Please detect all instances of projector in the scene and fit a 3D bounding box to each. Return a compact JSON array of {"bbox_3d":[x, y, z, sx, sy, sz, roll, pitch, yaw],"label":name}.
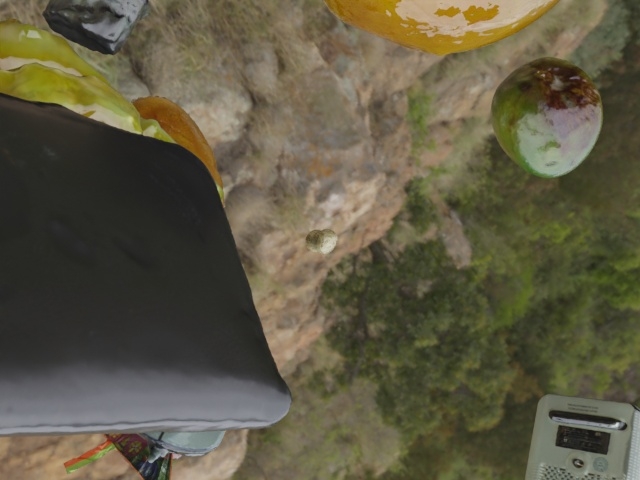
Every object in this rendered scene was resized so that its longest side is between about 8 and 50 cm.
[{"bbox_3d":[0.390,0.330,1.085,0.163,0.177,0.242,-2,152,41],"label":"projector"}]

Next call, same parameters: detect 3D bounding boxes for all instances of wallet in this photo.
[{"bbox_3d":[-0.174,-0.002,0.350,0.051,0.197,0.377,-39,149,29],"label":"wallet"}]

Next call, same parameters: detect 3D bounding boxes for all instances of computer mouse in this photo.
[{"bbox_3d":[-0.138,0.150,0.860,0.113,0.229,0.068,22,113,0],"label":"computer mouse"}]

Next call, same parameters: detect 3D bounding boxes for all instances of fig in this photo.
[{"bbox_3d":[0.376,-0.198,1.320,0.181,0.181,0.191,-20,121,-15],"label":"fig"}]

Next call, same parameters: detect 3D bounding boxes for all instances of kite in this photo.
[{"bbox_3d":[-0.225,0.221,0.922,0.159,0.190,0.010,-38,166,-39],"label":"kite"}]

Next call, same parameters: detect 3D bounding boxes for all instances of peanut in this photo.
[{"bbox_3d":[0.000,0.000,1.147,0.037,0.037,0.083,-20,-171,-16],"label":"peanut"}]

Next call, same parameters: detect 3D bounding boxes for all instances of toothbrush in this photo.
[{"bbox_3d":[-0.215,-0.148,0.361,0.030,0.297,0.031,83,30,-76],"label":"toothbrush"}]

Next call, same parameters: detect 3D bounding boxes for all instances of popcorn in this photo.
[{"bbox_3d":[-0.298,-0.040,0.810,0.290,0.321,0.326,-56,168,-53],"label":"popcorn"}]

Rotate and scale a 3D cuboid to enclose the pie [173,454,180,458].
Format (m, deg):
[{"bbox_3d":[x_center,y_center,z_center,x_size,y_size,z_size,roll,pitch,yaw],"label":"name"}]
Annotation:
[{"bbox_3d":[-0.267,0.225,1.118,0.054,0.218,0.204,-50,122,-7],"label":"pie"}]

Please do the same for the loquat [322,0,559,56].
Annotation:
[{"bbox_3d":[0.119,-0.344,0.799,0.328,0.328,0.328,-21,146,-14],"label":"loquat"}]

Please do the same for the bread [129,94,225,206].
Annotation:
[{"bbox_3d":[-0.262,-0.112,1.330,0.179,0.250,0.133,-7,164,-44],"label":"bread"}]
